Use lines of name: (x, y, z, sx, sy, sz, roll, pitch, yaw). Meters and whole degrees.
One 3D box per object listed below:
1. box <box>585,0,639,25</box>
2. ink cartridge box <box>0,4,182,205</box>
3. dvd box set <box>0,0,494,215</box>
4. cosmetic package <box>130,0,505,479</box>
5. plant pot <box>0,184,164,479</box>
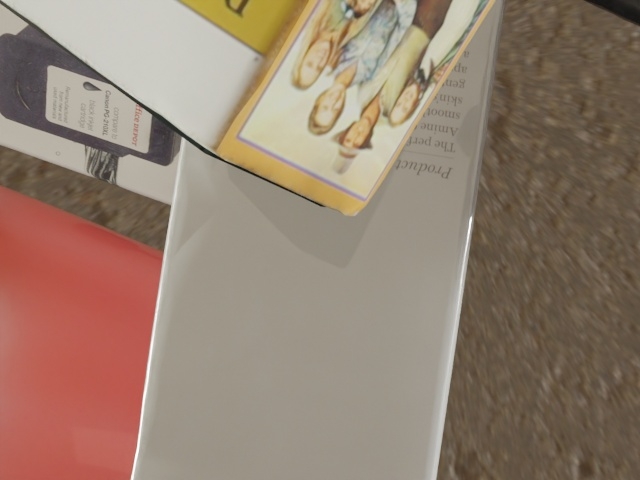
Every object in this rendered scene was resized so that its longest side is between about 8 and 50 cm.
box: (0.253, -0.157, 0.775, 0.395, 0.293, 0.212, 29, 102, 28)
ink cartridge box: (-0.088, -0.111, 0.837, 0.237, 0.172, 0.100, 20, 123, -2)
dvd box set: (0.003, -0.257, 0.427, 0.307, 0.062, 0.420, 37, 98, 36)
cosmetic package: (0.000, 0.000, 0.695, 0.117, 0.085, 0.231, 10, 89, 2)
plant pot: (-0.110, 0.124, 0.970, 0.243, 0.275, 0.275, 14, 97, -23)
